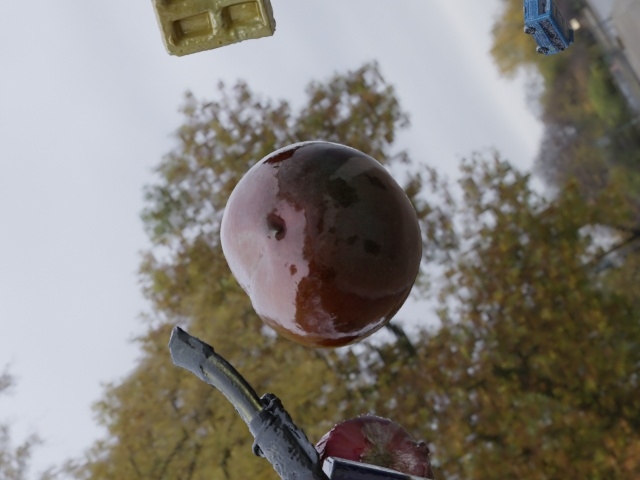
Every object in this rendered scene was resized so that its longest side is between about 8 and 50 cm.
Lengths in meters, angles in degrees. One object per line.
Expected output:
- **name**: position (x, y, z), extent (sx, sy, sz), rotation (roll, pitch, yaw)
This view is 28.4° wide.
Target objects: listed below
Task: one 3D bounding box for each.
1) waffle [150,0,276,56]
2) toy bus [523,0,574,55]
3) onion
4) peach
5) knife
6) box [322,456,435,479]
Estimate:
- **waffle**: position (-0.173, -0.394, 1.790), extent (0.057, 0.168, 0.274), rotation (-93, -9, -55)
- **toy bus**: position (0.285, -0.270, 1.587), extent (0.083, 0.046, 0.038), rotation (41, -135, -50)
- **onion**: position (0.060, 0.332, 1.733), extent (0.184, 0.147, 0.184), rotation (14, -124, -21)
- **peach**: position (0.000, 0.000, 1.524), extent (0.252, 0.252, 0.252), rotation (52, -164, -22)
- **knife**: position (-0.012, 0.116, 0.672), extent (0.222, 0.046, 0.021), rotation (35, -154, 34)
- **box**: position (0.110, 0.283, 1.026), extent (0.071, 0.259, 0.168), rotation (153, 130, -83)
